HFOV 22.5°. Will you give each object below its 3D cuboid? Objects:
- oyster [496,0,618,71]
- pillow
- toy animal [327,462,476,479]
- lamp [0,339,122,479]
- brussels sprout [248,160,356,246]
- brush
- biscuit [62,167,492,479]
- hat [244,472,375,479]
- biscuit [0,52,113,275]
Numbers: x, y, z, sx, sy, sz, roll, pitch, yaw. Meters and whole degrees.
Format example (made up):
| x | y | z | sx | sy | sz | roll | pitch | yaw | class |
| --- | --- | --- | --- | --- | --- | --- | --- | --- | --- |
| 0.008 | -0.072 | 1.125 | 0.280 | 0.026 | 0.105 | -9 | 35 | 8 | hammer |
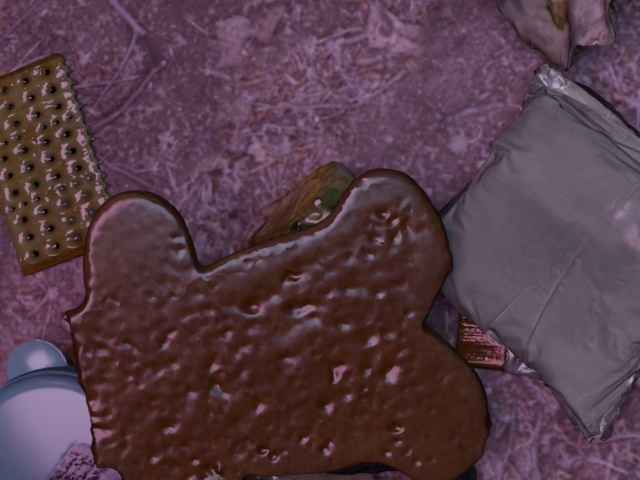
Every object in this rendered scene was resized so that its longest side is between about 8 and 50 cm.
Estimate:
| x | y | z | sx | sy | sz | roll | pitch | yaw | class |
| --- | --- | --- | --- | --- | --- | --- | --- | --- | --- |
| 0.244 | -0.357 | 1.599 | 0.238 | 0.115 | 0.351 | -26 | 66 | 49 | oyster |
| 0.251 | 0.009 | 1.612 | 0.310 | 0.138 | 0.283 | 43 | 112 | 27 | pillow |
| 0.018 | 0.183 | 1.692 | 0.367 | 0.081 | 0.206 | 10 | 72 | -8 | toy animal |
| -0.263 | 0.258 | 1.747 | 0.284 | 0.147 | 0.209 | 41 | 100 | 20 | lamp |
| 0.004 | 0.003 | 1.705 | 0.149 | 0.151 | 0.122 | -45 | 109 | -8 | brussels sprout |
| 0.307 | 0.119 | 1.677 | 0.336 | 0.020 | 0.085 | 7 | 89 | 14 | brush |
| -0.050 | 0.101 | 1.600 | 0.394 | 0.076 | 0.368 | -15 | 98 | -7 | biscuit |
| -0.063 | 0.307 | 1.711 | 0.252 | 0.252 | 0.110 | 31 | 137 | 13 | hat |
| -0.317 | -0.088 | 1.842 | 0.139 | 0.016 | 0.231 | -20 | 83 | 14 | biscuit |
